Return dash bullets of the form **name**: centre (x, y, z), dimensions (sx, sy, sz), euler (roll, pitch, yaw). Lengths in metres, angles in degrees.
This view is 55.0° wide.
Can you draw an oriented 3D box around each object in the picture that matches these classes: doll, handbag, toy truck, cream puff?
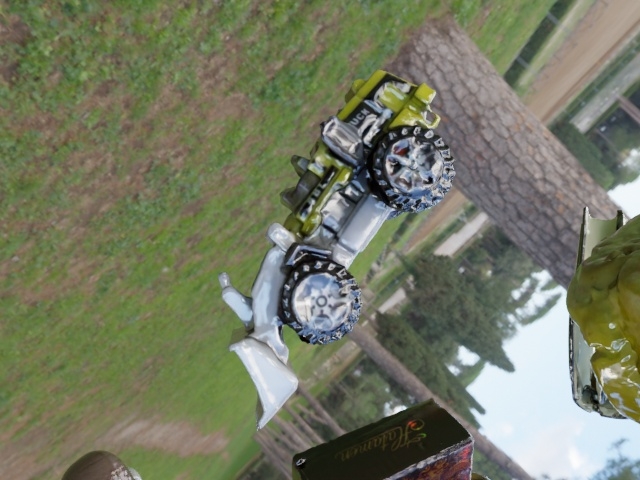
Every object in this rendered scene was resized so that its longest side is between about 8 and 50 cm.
- **doll**: centre (-0.225, 0.320, 0.698), dimensions (0.096, 0.188, 0.145), euler (-26, 129, -51)
- **handbag**: centre (0.548, 0.121, 1.135), dimensions (0.358, 0.160, 0.236), euler (-53, 143, -50)
- **toy truck**: centre (0.000, 0.000, 0.489), dimensions (0.285, 0.111, 0.136), euler (-57, -177, -6)
- **cream puff**: centre (0.434, 0.076, 0.613), dimensions (0.291, 0.257, 0.325), euler (-21, -175, 46)

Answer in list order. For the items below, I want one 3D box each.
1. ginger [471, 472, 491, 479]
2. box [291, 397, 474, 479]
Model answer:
- **ginger**: centre (0.234, 0.501, 1.205), dimensions (0.133, 0.310, 0.106), euler (-169, -87, -81)
- **box**: centre (0.101, 0.477, 0.982), dimensions (0.265, 0.116, 0.414), euler (-15, 118, -23)
